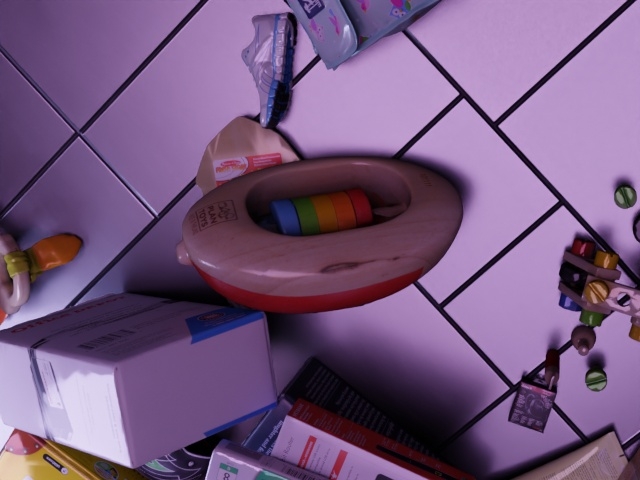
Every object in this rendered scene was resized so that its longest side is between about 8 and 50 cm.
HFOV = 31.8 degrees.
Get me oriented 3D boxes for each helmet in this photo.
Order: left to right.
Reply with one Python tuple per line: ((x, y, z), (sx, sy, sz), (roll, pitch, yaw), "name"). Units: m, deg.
((-0.259, 0.345, 1.958), (0.169, 0.169, 0.161), (-7, 90, 15), "helmet")

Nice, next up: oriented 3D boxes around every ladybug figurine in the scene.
((0.000, 0.000, 1.747), (0.449, 0.305, 0.162), (-7, 126, -10), "ladybug figurine")

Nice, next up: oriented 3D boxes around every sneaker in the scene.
((-0.090, -0.278, 1.835), (0.083, 0.071, 0.190), (8, 95, 18), "sneaker")

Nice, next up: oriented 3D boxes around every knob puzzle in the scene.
((-0.116, -0.114, 1.890), (0.213, 0.030, 0.213), (3, 103, 13), "knob puzzle")

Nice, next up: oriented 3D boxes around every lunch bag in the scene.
((0.057, -0.411, 1.721), (0.262, 0.160, 0.223), (-28, 98, 28), "lunch bag")

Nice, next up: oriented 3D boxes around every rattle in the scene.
((-0.528, 0.070, 2.030), (0.130, 0.143, 0.199), (36, 134, 20), "rattle")

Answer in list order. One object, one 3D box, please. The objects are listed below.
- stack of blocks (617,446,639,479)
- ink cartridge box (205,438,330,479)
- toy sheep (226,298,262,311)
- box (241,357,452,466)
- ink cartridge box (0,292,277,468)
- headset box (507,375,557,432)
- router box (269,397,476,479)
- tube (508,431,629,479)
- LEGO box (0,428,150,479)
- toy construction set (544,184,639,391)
((0.588, 0.390, 1.796), (0.171, 0.087, 0.297), (28, 104, -1), "stack of blocks")
((-0.098, 0.432, 1.687), (0.181, 0.056, 0.224), (18, 104, 10), "ink cartridge box")
((-0.109, 0.078, 1.903), (0.132, 0.091, 0.091), (-26, 95, 36), "toy sheep")
((0.034, 0.447, 1.882), (0.395, 0.212, 0.293), (38, 107, 4), "box")
((-0.306, 0.206, 1.790), (0.395, 0.285, 0.166), (4, 106, 47), "ink cartridge box")
((0.353, 0.268, 1.862), (0.062, 0.032, 0.083), (17, 105, 9), "headset box")
((0.036, 0.455, 1.730), (0.301, 0.082, 0.335), (24, 106, 7), "router box")
((0.395, 0.401, 1.872), (0.240, 0.070, 0.062), (-26, 57, 12), "tube")
((-0.391, 0.570, 2.018), (0.500, 0.193, 0.372), (36, 107, 3), "LEGO box")
((0.456, 0.120, 1.698), (0.257, 0.237, 0.309), (40, 108, 2), "toy construction set")
